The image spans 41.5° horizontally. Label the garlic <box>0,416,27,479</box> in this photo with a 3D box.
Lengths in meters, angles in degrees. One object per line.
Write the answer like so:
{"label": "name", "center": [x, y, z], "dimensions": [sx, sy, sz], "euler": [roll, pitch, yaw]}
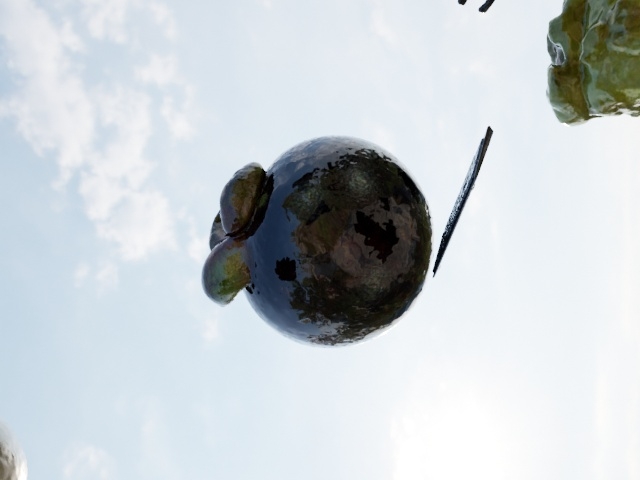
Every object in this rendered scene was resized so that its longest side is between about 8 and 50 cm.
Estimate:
{"label": "garlic", "center": [-0.363, 0.224, 0.793], "dimensions": [0.164, 0.245, 0.145], "euler": [-36, -80, -28]}

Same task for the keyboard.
{"label": "keyboard", "center": [0.137, -0.032, 0.834], "dimensions": [0.198, 0.010, 0.063], "euler": [98, -168, -61]}

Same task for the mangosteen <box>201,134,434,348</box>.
{"label": "mangosteen", "center": [0.000, 0.000, 1.056], "dimensions": [0.288, 0.288, 0.287], "euler": [3, -94, -55]}

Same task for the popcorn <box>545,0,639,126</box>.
{"label": "popcorn", "center": [0.477, -0.318, 1.352], "dimensions": [0.235, 0.242, 0.250], "euler": [61, -139, -38]}

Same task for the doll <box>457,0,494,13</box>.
{"label": "doll", "center": [0.260, -0.427, 1.212], "dimensions": [0.165, 0.057, 0.139], "euler": [104, -168, -66]}
